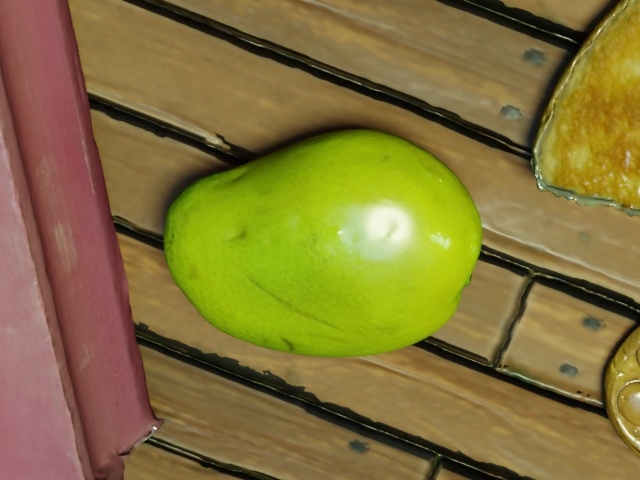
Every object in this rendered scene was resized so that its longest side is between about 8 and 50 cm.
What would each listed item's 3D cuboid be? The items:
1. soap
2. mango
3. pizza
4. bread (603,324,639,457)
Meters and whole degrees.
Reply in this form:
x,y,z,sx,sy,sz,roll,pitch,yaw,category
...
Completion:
x,y,z,sx,sy,sz,roll,pitch,yaw,category
-0.232,-0.029,0.777,0.233,0.128,0.359,-3,114,12,soap
0.003,0.005,0.774,0.163,0.089,0.117,-14,119,29,mango
0.201,-0.058,0.701,0.176,0.036,0.184,40,116,19,pizza
0.204,0.081,0.798,0.110,0.024,0.110,3,114,8,bread
